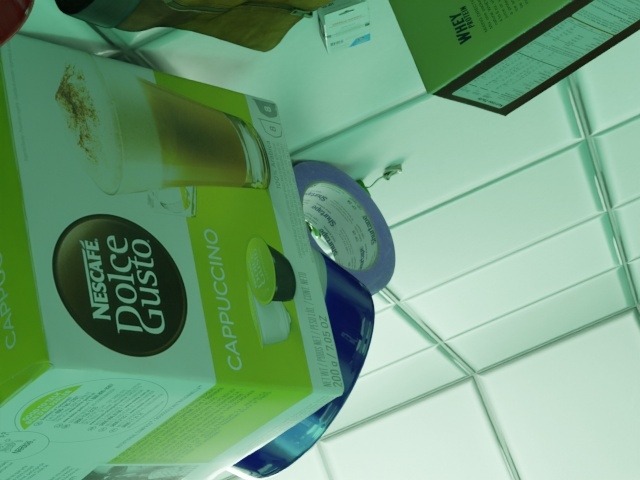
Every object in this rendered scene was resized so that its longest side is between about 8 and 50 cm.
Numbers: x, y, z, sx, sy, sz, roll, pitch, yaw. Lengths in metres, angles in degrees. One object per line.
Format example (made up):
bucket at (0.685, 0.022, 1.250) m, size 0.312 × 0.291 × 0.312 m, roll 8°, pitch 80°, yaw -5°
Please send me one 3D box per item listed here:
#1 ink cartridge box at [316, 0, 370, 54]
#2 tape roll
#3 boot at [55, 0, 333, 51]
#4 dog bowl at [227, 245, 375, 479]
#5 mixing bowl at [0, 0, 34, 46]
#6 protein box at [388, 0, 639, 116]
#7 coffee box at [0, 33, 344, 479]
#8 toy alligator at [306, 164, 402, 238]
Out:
ink cartridge box at (0.023, -0.225, 1.410) m, size 0.048 × 0.028 × 0.083 m, roll -20°, pitch 161°, yaw -4°
tape roll at (0.000, 0.000, 1.746) m, size 0.080 × 0.189 × 0.189 m, roll -35°, pitch 156°, yaw 35°
boot at (-0.045, -0.241, 1.201) m, size 0.264 × 0.096 × 0.280 m, roll -35°, pitch 157°, yaw 33°
dog bowl at (-0.061, 0.130, 1.568) m, size 0.104 × 0.265 × 0.265 m, roll 35°, pitch 131°, yaw -23°
mixing bowl at (-0.310, -0.203, 1.023) m, size 0.181 × 0.098 × 0.181 m, roll -19°, pitch 161°, yaw -6°
protein box at (0.172, -0.251, 1.234) m, size 0.201 × 0.200 × 0.136 m, roll -32°, pitch 158°, yaw 30°
coffee box at (-0.236, 0.055, 1.367) m, size 0.334 × 0.338 × 0.338 m, roll 11°, pitch 144°, yaw -42°
toy alligator at (0.030, -0.043, 1.866) m, size 0.189 × 0.051 × 0.056 m, roll -22°, pitch 161°, yaw 4°
